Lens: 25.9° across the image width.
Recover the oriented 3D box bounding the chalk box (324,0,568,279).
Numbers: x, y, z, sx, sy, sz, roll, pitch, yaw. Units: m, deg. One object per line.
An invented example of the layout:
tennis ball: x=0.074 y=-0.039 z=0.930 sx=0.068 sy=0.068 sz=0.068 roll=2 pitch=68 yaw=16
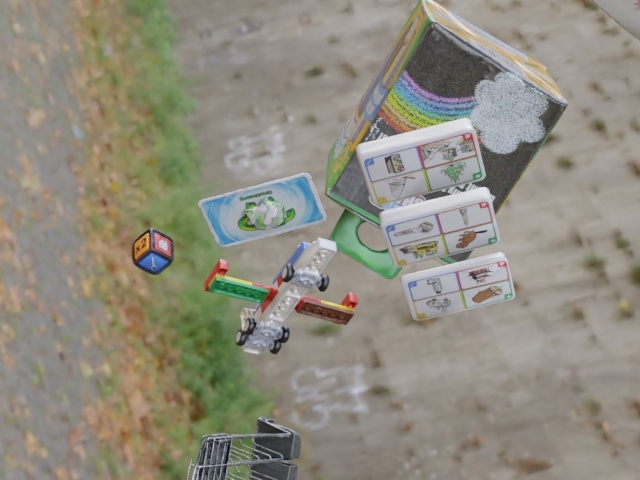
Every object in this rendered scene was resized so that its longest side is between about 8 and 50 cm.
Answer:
chalk box: x=0.119 y=-0.098 z=1.576 sx=0.180 sy=0.289 sz=0.179 roll=30 pitch=17 yaw=-8

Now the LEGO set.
LEGO set: x=0.000 y=0.000 z=0.969 sx=0.182 sy=0.244 sz=0.060 roll=68 pitch=10 yaw=-47

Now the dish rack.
dish rack: x=-0.120 y=0.349 z=1.882 sx=0.271 sy=0.074 sz=0.208 roll=10 pitch=87 yaw=-61

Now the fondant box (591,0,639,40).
fondant box: x=0.344 y=-0.304 z=1.182 sx=0.238 sy=0.096 sz=0.330 roll=42 pitch=-33 yaw=10
